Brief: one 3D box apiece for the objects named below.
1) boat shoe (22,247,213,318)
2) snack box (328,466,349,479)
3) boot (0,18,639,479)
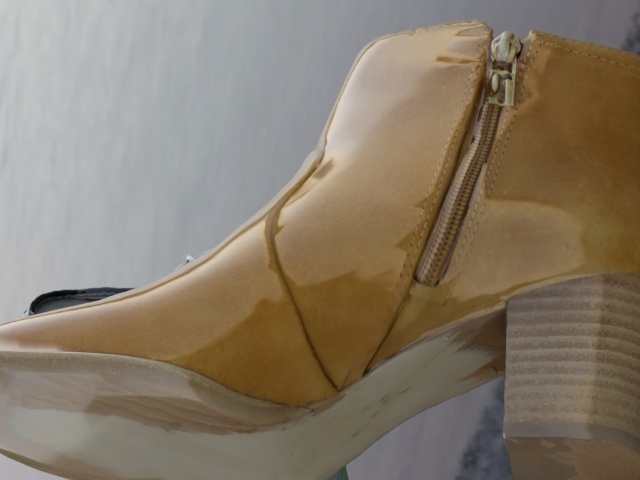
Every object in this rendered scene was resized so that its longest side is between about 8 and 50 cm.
[{"bbox_3d":[-0.050,0.034,0.750,0.084,0.233,0.079,-66,-26,-67],"label":"boat shoe"},{"bbox_3d":[-0.035,0.195,0.945,0.207,0.070,0.174,81,-162,-49],"label":"snack box"},{"bbox_3d":[0.001,-0.001,0.593,0.104,0.295,0.211,81,-167,-53],"label":"boot"}]
